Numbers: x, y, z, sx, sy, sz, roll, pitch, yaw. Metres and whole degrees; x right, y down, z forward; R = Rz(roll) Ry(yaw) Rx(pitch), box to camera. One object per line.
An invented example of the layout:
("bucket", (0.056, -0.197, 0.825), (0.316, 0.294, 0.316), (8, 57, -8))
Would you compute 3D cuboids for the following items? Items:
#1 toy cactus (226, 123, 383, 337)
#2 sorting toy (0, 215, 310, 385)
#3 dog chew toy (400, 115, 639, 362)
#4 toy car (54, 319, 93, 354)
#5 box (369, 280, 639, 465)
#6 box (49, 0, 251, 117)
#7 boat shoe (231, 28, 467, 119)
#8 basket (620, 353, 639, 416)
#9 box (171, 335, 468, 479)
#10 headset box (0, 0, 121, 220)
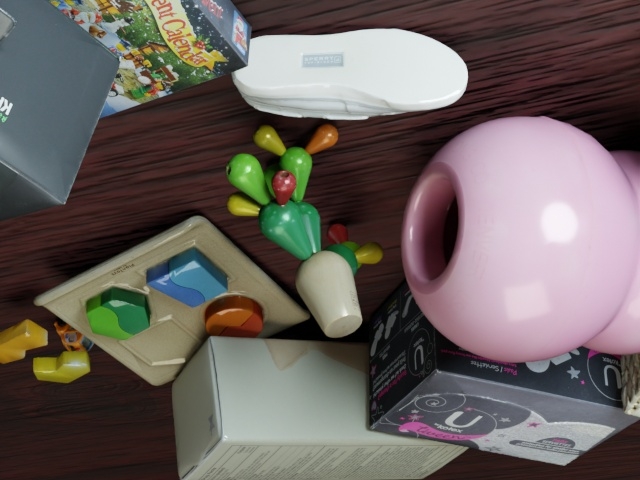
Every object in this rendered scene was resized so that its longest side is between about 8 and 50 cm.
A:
("toy cactus", (0.000, 0.000, 0.984), (0.112, 0.180, 0.219), (-26, 147, 5))
("sorting toy", (-0.193, 0.097, 1.205), (0.307, 0.041, 0.229), (-26, 139, 20))
("dog chew toy", (0.240, 0.009, 0.964), (0.332, 0.206, 0.206), (7, 147, -22))
("toy car", (-0.278, 0.132, 1.307), (0.060, 0.040, 0.122), (4, 146, -3))
("box", (0.193, 0.136, 1.196), (0.247, 0.142, 0.163), (15, 144, -17))
("box", (-0.177, -0.189, 0.814), (0.159, 0.044, 0.233), (-15, 143, 24))
("boat shoe", (0.023, -0.123, 0.890), (0.184, 0.066, 0.063), (-3, 160, 3))
("basket", (0.360, 0.092, 1.103), (0.103, 0.167, 0.113), (8, 146, -1))
("box", (0.003, 0.194, 1.262), (0.311, 0.121, 0.148), (6, 149, -26))
("headset box", (-0.321, -0.119, 0.789), (0.283, 0.131, 0.246), (-11, 143, 42))
